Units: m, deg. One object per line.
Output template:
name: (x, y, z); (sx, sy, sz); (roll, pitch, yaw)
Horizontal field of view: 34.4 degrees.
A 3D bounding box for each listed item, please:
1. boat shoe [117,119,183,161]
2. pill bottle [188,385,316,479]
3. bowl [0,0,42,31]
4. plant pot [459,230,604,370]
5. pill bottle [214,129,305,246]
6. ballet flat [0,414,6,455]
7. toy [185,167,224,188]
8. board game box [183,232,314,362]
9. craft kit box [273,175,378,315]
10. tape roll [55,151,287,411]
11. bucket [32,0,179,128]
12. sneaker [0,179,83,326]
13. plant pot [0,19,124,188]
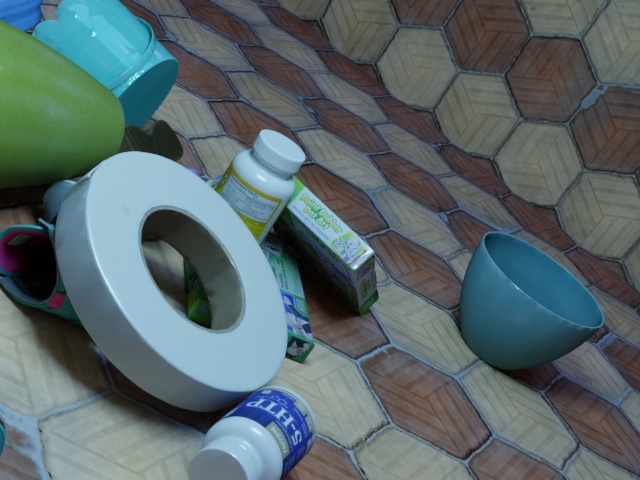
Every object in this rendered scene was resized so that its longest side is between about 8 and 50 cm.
boat shoe: (-0.332, -0.142, 1.807); (0.109, 0.098, 0.302); (61, 15, -8)
pill bottle: (-0.088, 0.269, 1.333); (0.112, 0.112, 0.187); (38, 24, 9)
bowl: (-0.650, -0.388, 1.703); (0.391, 0.077, 0.391); (0, 25, 0)
plant pot: (0.394, 0.148, 2.087); (0.290, 0.195, 0.290); (28, 24, -13)
pill bottle: (-0.114, -0.076, 1.726); (0.118, 0.208, 0.117); (28, 24, -14)
ballet flat: (-0.471, 0.192, 1.027); (0.106, 0.107, 0.316); (27, 8, 41)
toy: (-0.247, -0.086, 1.777); (0.056, 0.137, 0.237); (66, 21, -16)
board game box: (-0.129, 0.061, 1.764); (0.214, 0.046, 0.317); (23, 26, -21)
craft kit box: (0.000, 0.000, 1.867); (0.250, 0.061, 0.246); (43, -15, 20)
tape roll: (-0.202, 0.053, 1.464); (0.392, 0.072, 0.392); (39, 31, -30)
bucket: (-0.396, -0.287, 1.825); (0.183, 0.281, 0.281); (40, 24, 4)
sneaker: (-0.383, 0.004, 1.463); (0.178, 0.124, 0.295); (23, 25, -47)
plant pot: (-0.453, -0.189, 1.556); (0.294, 0.274, 0.275); (10, 33, -50)
